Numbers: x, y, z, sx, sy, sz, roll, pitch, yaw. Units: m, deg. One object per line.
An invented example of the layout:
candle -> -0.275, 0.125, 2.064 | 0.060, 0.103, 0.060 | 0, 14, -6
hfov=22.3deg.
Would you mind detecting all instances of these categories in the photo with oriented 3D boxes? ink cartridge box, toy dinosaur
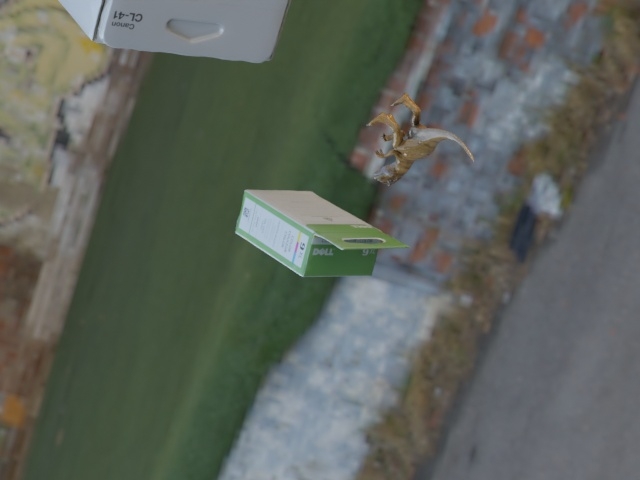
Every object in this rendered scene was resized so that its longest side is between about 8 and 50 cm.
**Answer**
ink cartridge box -> -0.191, -0.326, 1.795 | 0.306, 0.226, 0.131 | 46, 126, 47
ink cartridge box -> 0.000, 0.000, 1.969 | 0.209, 0.109, 0.062 | 30, 113, 48
toy dinosaur -> 0.128, -0.132, 2.087 | 0.064, 0.112, 0.211 | -42, 7, -28
